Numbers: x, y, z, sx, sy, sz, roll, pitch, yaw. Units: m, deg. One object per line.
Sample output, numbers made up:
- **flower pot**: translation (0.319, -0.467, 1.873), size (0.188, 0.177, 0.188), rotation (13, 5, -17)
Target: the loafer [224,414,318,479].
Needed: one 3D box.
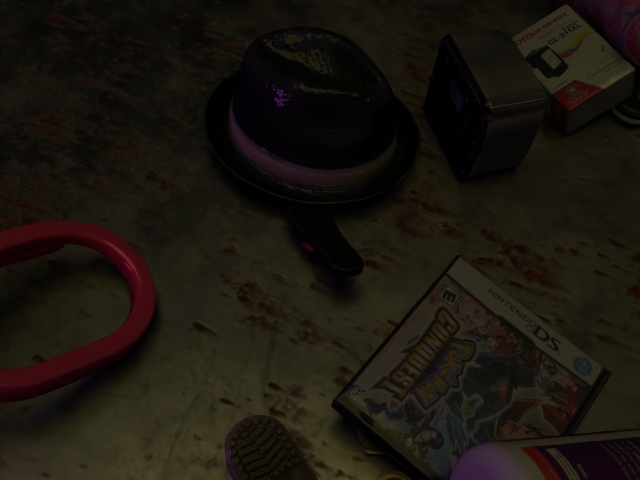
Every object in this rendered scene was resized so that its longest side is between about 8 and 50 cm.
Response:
- **loafer**: translation (-0.022, 0.320, 0.883), size (0.102, 0.092, 0.268), rotation (-23, 77, -16)

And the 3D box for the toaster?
- **toaster**: translation (0.240, -0.197, 1.189), size (0.110, 0.168, 0.185), rotation (-13, 58, -12)

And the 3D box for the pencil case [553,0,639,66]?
- **pencil case**: translation (0.488, -0.384, 1.308), size (0.124, 0.124, 0.284), rotation (-9, 36, -9)

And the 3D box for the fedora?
- **fedora**: translation (-0.009, -0.208, 1.179), size (0.334, 0.152, 0.334), rotation (2, 52, -3)

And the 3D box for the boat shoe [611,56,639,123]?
- **boat shoe**: translation (0.535, -0.292, 1.324), size (0.084, 0.079, 0.233), rotation (22, 61, 10)

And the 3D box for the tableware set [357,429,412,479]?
- **tableware set**: translation (0.120, 0.267, 0.964), size (0.141, 0.020, 0.168), rotation (-3, 57, -6)

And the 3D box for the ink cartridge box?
- **ink cartridge box**: translation (0.396, -0.277, 1.286), size (0.127, 0.072, 0.175), rotation (-33, 61, 0)

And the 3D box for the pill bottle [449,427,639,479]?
- **pill bottle**: translation (0.307, 0.293, 0.840), size (0.323, 0.181, 0.181), rotation (1, 55, -20)

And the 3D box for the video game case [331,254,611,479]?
- **video game case**: translation (0.193, 0.184, 0.990), size (0.248, 0.035, 0.275), rotation (39, 60, 11)

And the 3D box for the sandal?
- **sandal**: translation (0.000, 0.000, 1.114), size (0.067, 0.040, 0.179), rotation (-9, 42, -26)

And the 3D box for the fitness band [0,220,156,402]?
- **fitness band**: translation (-0.343, 0.079, 0.983), size (0.291, 0.054, 0.209), rotation (-22, 68, -40)
